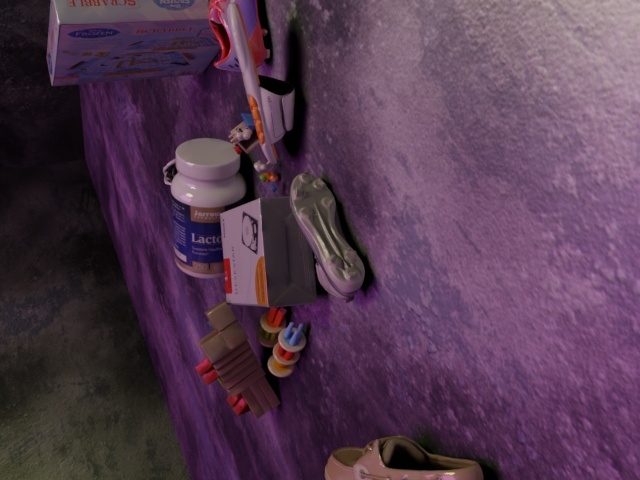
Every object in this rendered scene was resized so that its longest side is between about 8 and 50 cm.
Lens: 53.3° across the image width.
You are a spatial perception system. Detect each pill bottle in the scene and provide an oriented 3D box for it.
[{"bbox_3d":[-0.229,-0.065,1.311,0.153,0.153,0.264,49,143,46],"label":"pill bottle"}]

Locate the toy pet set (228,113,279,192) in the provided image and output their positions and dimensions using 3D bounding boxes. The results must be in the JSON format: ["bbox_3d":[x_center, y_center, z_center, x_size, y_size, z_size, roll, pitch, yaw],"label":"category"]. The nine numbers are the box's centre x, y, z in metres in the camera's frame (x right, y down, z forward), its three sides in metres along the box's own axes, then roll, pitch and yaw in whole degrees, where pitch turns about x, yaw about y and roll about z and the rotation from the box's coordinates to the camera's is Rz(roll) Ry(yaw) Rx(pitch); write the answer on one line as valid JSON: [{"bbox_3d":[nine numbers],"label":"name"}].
[{"bbox_3d":[-0.104,-0.167,1.121,0.122,0.065,0.114,47,-170,-44],"label":"toy pet set"}]

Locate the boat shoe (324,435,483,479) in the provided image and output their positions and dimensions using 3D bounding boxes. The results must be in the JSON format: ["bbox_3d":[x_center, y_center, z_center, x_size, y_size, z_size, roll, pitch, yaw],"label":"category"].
[{"bbox_3d":[0.105,0.307,0.851,0.302,0.109,0.098,-7,89,59],"label":"boat shoe"}]

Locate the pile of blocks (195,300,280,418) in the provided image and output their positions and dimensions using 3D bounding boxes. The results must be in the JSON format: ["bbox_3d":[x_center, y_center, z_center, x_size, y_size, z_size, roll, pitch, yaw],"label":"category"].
[{"bbox_3d":[-0.199,0.251,1.316,0.149,0.113,0.362,42,158,39],"label":"pile of blocks"}]

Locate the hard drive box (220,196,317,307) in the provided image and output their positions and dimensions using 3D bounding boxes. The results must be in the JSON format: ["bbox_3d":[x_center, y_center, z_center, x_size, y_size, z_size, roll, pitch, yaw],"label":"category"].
[{"bbox_3d":[-0.099,0.025,1.135,0.232,0.089,0.181,168,97,-65],"label":"hard drive box"}]

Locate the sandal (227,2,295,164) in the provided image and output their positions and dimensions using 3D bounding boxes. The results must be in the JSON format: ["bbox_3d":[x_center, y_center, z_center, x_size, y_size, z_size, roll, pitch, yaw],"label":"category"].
[{"bbox_3d":[-0.079,-0.238,0.991,0.102,0.076,0.265,-110,6,-53],"label":"sandal"}]

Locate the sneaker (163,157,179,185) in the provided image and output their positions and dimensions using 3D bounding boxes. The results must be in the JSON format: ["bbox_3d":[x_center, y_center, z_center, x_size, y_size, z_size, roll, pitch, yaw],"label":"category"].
[{"bbox_3d":[-0.346,-0.171,1.579,0.258,0.091,0.094,-13,90,65],"label":"sneaker"}]

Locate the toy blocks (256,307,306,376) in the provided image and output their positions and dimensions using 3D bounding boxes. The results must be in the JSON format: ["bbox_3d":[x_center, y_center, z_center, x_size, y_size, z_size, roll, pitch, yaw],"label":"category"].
[{"bbox_3d":[-0.073,0.173,1.215,0.123,0.054,0.148,64,150,32],"label":"toy blocks"}]

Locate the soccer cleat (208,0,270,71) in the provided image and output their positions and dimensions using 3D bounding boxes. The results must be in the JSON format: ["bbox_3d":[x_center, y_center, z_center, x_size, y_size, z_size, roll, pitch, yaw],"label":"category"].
[{"bbox_3d":[-0.149,-0.404,1.053,0.083,0.095,0.247,5,106,64],"label":"soccer cleat"}]

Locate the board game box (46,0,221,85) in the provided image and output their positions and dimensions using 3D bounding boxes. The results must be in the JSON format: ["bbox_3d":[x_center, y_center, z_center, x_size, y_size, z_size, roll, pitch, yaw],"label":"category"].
[{"bbox_3d":[-0.343,-0.383,1.209,0.318,0.319,0.065,-12,90,64],"label":"board game box"}]

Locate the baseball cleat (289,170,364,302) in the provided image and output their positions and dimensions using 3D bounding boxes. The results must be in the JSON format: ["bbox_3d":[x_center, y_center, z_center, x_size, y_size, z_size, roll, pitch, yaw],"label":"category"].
[{"bbox_3d":[0.000,0.000,0.962,0.109,0.072,0.205,106,147,-57],"label":"baseball cleat"}]
